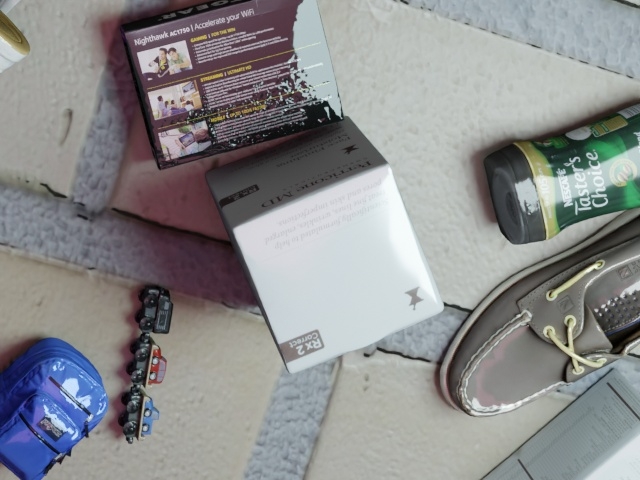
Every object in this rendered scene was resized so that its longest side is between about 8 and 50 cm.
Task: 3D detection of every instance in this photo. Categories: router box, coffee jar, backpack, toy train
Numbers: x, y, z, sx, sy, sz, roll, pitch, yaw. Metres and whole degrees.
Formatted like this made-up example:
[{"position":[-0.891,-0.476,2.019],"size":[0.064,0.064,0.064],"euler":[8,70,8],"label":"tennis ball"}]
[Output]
[{"position":[-0.079,-0.152,1.645],"size":[0.178,0.046,0.133],"euler":[-15,109,-7],"label":"router box"},{"position":[0.251,-0.063,1.722],"size":[0.184,0.079,0.096],"euler":[-18,110,-5],"label":"coffee jar"},{"position":[-0.255,0.160,1.679],"size":[0.120,0.101,0.098],"euler":[-43,117,0],"label":"backpack"},{"position":[-0.164,0.119,1.724],"size":[0.036,0.027,0.158],"euler":[4,106,-24],"label":"toy train"}]

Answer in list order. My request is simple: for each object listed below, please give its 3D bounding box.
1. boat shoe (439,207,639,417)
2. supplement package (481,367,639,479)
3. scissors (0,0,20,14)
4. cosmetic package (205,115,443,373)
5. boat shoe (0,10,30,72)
[{"position":[0.261,0.071,1.756],"size":[0.324,0.097,0.117],"euler":[-34,110,0],"label":"boat shoe"},{"position":[0.258,0.271,1.796],"size":[0.244,0.139,0.134],"euler":[-41,109,4],"label":"supplement package"},{"position":[-0.181,-0.298,1.592],"size":[0.109,0.021,0.297],"euler":[26,99,-20],"label":"scissors"},{"position":[0.000,0.000,1.635],"size":[0.151,0.184,0.151],"euler":[-23,110,-4],"label":"cosmetic package"},{"position":[-0.383,-0.210,1.544],"size":[0.277,0.098,0.096],"euler":[32,99,-9],"label":"boat shoe"}]
